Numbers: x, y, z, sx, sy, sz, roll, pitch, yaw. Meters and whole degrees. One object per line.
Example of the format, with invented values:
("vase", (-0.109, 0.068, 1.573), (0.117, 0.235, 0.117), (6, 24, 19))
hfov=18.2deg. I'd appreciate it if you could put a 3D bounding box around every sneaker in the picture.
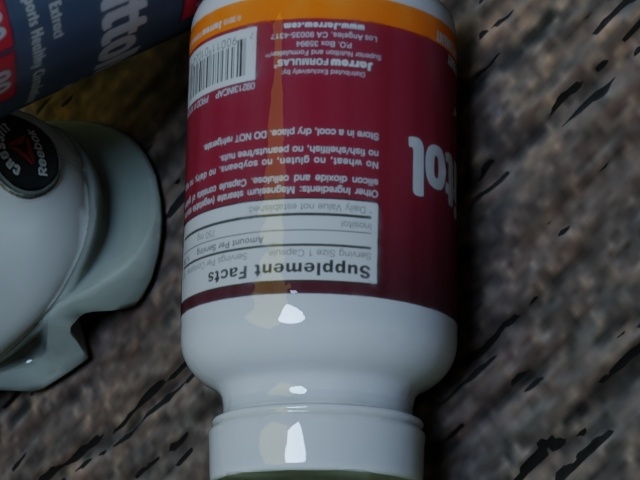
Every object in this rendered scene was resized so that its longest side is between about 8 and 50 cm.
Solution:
("sneaker", (-0.222, 0.048, 0.753), (0.330, 0.146, 0.122), (-41, 57, 26))

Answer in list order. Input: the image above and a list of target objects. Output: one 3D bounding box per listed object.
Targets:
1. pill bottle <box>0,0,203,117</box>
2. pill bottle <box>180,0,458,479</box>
("pill bottle", (-0.077, -0.111, 0.644), (0.108, 0.180, 0.108), (44, 150, 34))
("pill bottle", (0.000, 0.000, 0.616), (0.086, 0.086, 0.152), (-11, 72, 38))
